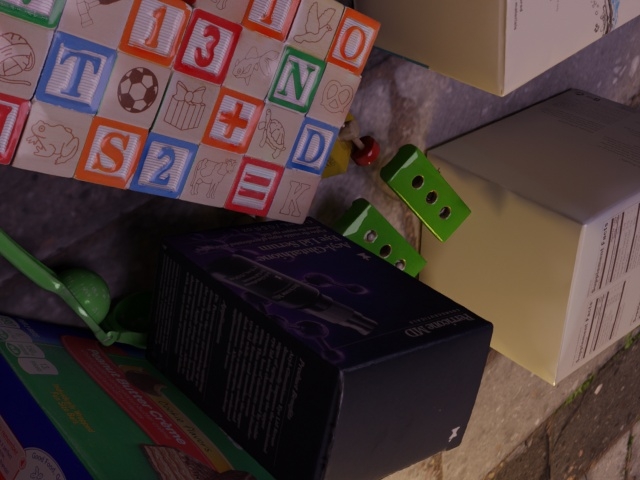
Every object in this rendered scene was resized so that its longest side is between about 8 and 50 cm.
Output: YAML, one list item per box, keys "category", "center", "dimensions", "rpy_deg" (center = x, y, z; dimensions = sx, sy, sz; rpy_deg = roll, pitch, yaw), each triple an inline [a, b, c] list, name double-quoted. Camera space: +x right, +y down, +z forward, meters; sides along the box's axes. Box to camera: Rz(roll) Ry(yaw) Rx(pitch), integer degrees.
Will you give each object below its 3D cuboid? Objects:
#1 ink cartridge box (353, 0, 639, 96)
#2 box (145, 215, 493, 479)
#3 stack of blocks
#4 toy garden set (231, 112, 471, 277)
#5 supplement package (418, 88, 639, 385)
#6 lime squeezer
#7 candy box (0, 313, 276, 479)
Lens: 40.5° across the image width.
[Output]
- category: "ink cartridge box"
  center: [0.163, -0.260, 0.724]
  dimensions: [0.233, 0.171, 0.168]
  rpy_deg: [-33, 133, -28]
- category: "box"
  center: [-0.007, 0.075, 0.632]
  dimensions: [0.153, 0.207, 0.108]
  rpy_deg: [-10, 120, -43]
- category: "stack of blocks"
  center: [-0.109, -0.124, 0.598]
  dimensions: [0.297, 0.087, 0.171]
  rpy_deg: [10, 106, -47]
- category: "toy garden set"
  center: [0.000, 0.000, 0.810]
  dimensions: [0.244, 0.049, 0.204]
  rpy_deg: [-48, 129, -1]
- category: "supplement package"
  center: [0.270, -0.017, 0.955]
  dimensions: [0.263, 0.199, 0.198]
  rpy_deg: [-25, 130, -33]
- category: "lime squeezer"
  center: [-0.149, 0.033, 0.660]
  dimensions: [0.310, 0.059, 0.110]
  rpy_deg: [14, 125, -42]
- category: "candy box"
  center: [-0.099, 0.189, 0.659]
  dimensions: [0.317, 0.268, 0.122]
  rpy_deg: [23, 99, -50]
